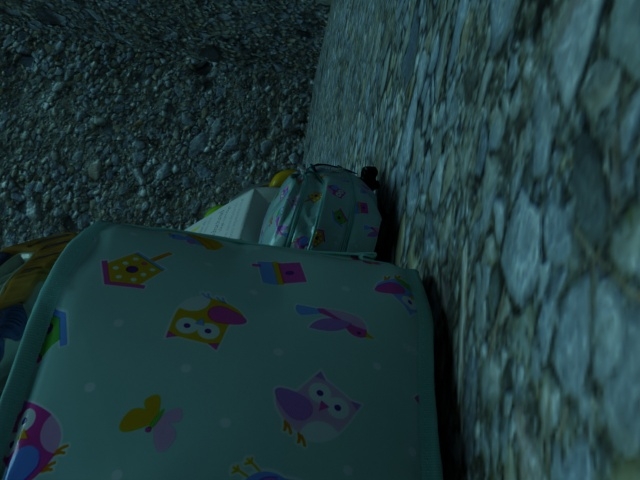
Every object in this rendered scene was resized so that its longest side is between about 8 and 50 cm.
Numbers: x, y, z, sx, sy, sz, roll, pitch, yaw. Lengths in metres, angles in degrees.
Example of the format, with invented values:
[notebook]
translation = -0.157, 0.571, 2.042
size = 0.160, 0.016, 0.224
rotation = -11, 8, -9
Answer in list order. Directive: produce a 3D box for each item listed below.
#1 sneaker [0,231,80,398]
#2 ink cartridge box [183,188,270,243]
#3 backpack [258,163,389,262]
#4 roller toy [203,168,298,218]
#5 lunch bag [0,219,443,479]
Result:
[sneaker]
translation = -0.199, 0.101, 0.422
size = 0.296, 0.112, 0.131
rotation = -72, -30, -67
[ink cartridge box]
translation = -0.190, 0.110, 0.801
size = 0.353, 0.119, 0.207
rotation = -28, 31, 27
[backpack]
translation = 0.000, 0.000, 0.652
size = 0.182, 0.115, 0.152
rotation = -115, 36, -78
[roller toy]
translation = -0.080, -0.002, 1.165
size = 0.191, 0.209, 0.146
rotation = 61, -178, -10
[lunch bag]
translation = -0.051, 0.107, 0.382
size = 0.160, 0.223, 0.262
rotation = 100, 177, -50
